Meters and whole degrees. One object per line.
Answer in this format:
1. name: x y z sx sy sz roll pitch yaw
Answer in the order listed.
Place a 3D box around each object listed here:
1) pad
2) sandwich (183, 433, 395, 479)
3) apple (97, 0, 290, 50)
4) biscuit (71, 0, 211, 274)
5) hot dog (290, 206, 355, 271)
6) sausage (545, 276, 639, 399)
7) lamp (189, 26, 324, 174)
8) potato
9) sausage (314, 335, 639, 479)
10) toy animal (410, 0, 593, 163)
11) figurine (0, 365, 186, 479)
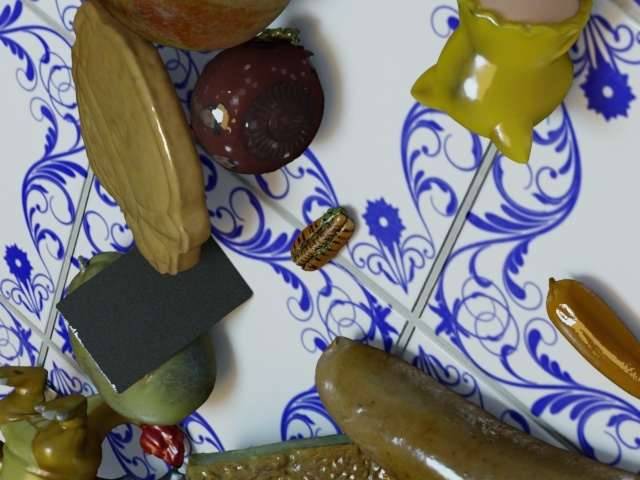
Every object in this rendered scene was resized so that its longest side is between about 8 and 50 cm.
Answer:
1. pad: -0.208 0.075 2.125 0.143 0.211 0.003 54 174 5
2. sandwich: -0.031 0.297 2.123 0.254 0.288 0.099 86 176 -83
3. apple: -0.145 -0.321 1.795 0.257 0.234 0.256 15 117 33
4. biscuit: -0.222 -0.110 2.015 0.312 0.057 0.351 64 160 14
5. hot dog: 0.000 0.000 1.993 0.049 0.037 0.122 48 138 6
6. sausage: 0.299 0.108 1.769 0.183 0.054 0.062 47 164 8
7. lamp: -0.076 -0.154 1.901 0.135 0.157 0.156 34 150 49
8. potato: -0.240 0.122 2.200 0.174 0.159 0.251 -33 99 21
9. sausage: 0.184 0.253 1.899 0.501 0.123 0.136 24 102 32
10. toy animal: 0.183 -0.199 1.641 0.156 0.156 0.229 33 128 25
11. figurine: -0.354 0.381 2.332 0.401 0.268 0.387 18 106 32
